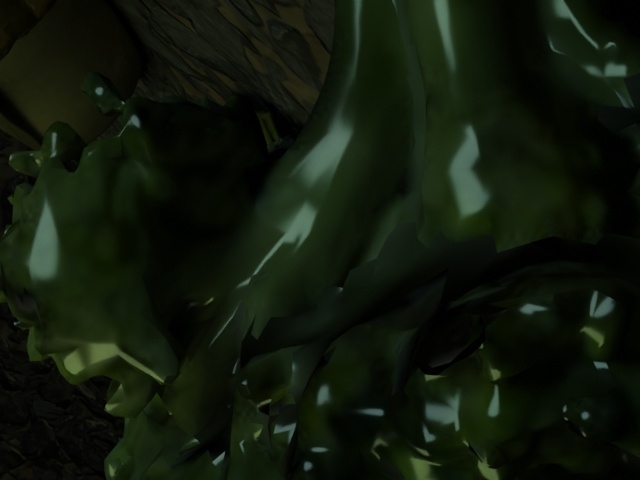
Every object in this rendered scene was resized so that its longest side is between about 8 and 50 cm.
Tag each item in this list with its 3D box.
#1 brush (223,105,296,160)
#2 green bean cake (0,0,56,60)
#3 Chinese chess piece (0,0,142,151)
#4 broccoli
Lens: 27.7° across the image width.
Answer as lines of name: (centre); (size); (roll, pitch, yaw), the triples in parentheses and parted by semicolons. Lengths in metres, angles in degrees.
brush: (-0.084, -0.088, 1.153); (0.060, 0.068, 0.297); (63, 168, -8)
green bean cake: (-0.283, -0.211, 0.889); (0.230, 0.224, 0.131); (35, 169, 45)
Chinese chess piece: (-0.326, -0.221, 1.226); (0.338, 0.140, 0.338); (41, 171, 8)
broccoli: (0.075, -0.013, 0.483); (0.293, 0.348, 0.280); (-10, 103, 27)
